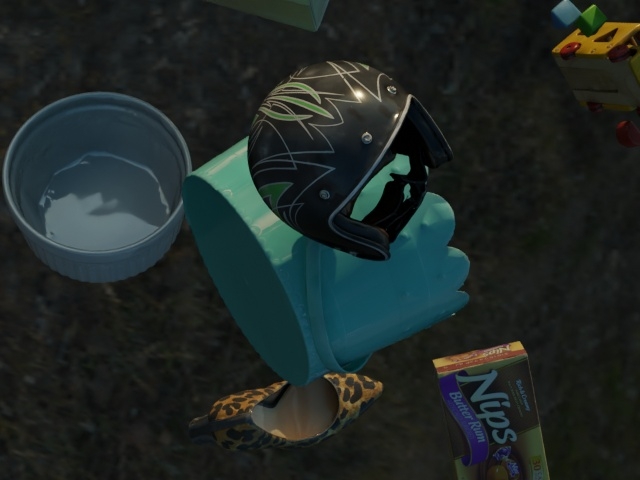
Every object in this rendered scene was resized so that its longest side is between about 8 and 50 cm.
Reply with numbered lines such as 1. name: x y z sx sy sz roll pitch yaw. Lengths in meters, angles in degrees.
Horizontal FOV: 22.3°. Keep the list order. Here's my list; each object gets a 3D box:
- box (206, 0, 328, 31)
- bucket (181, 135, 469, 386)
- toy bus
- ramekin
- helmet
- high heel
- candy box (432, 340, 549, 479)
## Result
1. box: -0.131 -0.343 1.713 0.121 0.311 0.148 75 34 -72
2. bucket: 0.000 0.000 1.621 0.183 0.281 0.281 -30 115 -17
3. toy bus: 0.394 -0.228 2.075 0.104 0.202 0.191 -41 160 -18
4. ramekin: -0.245 -0.050 1.805 0.207 0.207 0.109 -50 165 -25
5. helmet: 0.017 -0.075 1.391 0.161 0.169 0.169 42 69 -42
6. high heel: -0.018 0.203 1.957 0.261 0.186 0.093 -12 84 -20
7. candy box: 0.202 0.221 1.903 0.109 0.053 0.187 -11 106 -1
